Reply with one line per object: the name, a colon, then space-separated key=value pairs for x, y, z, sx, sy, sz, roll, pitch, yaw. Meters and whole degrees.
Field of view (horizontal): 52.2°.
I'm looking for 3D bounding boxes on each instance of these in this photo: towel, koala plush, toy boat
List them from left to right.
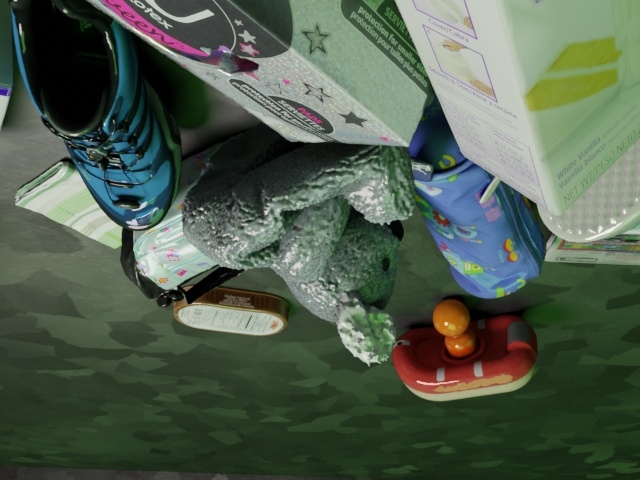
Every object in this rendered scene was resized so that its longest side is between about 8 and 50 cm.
towel: x=-0.289 y=-0.038 z=0.824 sx=0.113 sy=0.023 sz=0.152 roll=-22 pitch=142 yaw=33
koala plush: x=0.000 y=0.000 z=0.633 sx=0.203 sy=0.196 sz=0.221 roll=-31 pitch=125 yaw=1
toy boat: x=0.223 y=0.161 z=1.058 sx=0.231 sy=0.151 sz=0.151 roll=-15 pitch=115 yaw=23

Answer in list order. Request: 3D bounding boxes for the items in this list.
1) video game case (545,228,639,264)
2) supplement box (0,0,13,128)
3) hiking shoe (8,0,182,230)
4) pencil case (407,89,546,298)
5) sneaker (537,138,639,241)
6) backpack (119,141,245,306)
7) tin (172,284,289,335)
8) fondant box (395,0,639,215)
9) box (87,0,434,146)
video game case: x=0.389 y=0.002 z=0.803 sx=0.201 sy=0.023 sz=0.183 roll=3 pitch=168 yaw=13
supplement box: x=-0.353 y=-0.123 z=0.587 sx=0.111 sy=0.113 sz=0.220 roll=4 pitch=153 yaw=-33
hiking shoe: x=-0.195 y=-0.109 z=0.551 sx=0.113 sy=0.132 sz=0.304 roll=1 pitch=134 yaw=5
pencil case: x=0.167 y=-0.043 z=0.707 sx=0.119 sy=0.133 sz=0.306 roll=-46 pitch=142 yaw=-4
sneaker: x=0.370 y=-0.130 z=0.598 sx=0.150 sy=0.135 sz=0.366 roll=-10 pitch=158 yaw=-45
backpack: x=-0.135 y=-0.025 z=0.736 sx=0.182 sy=0.152 sz=0.115 roll=-24 pitch=138 yaw=24
tin: x=-0.144 y=0.117 z=1.062 sx=0.190 sy=0.040 sz=0.106 roll=9 pitch=152 yaw=-13
fondant box: x=0.150 y=-0.191 z=0.336 sx=0.238 sy=0.096 sz=0.330 roll=-44 pitch=142 yaw=-1
box: x=-0.034 y=-0.184 z=0.408 sx=0.247 sy=0.163 sz=0.142 roll=30 pitch=169 yaw=-38
